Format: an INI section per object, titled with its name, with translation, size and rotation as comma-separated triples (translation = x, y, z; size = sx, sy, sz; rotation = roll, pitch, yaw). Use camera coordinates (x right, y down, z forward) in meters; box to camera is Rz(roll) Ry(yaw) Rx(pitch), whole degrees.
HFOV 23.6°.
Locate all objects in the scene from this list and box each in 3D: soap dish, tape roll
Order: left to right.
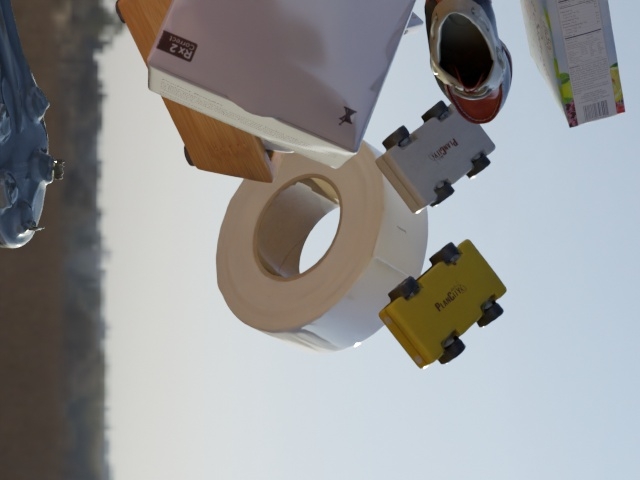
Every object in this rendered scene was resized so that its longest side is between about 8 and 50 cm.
[soap dish]
translation = -0.089, -0.218, 1.506
size = 0.291, 0.118, 0.229
rotation = -77, 148, -56
[tape roll]
translation = 0.000, 0.000, 1.983
size = 0.286, 0.100, 0.286
rotation = -20, -124, 33

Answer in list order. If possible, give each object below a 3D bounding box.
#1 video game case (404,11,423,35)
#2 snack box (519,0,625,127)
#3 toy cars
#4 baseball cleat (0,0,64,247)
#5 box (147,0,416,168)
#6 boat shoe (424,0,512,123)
[video game case]
translation = 0.025, -0.319, 1.899
size = 0.022, 0.190, 0.173
rotation = -51, 168, 28
[snack box]
translation = 0.254, -0.252, 1.609
size = 0.174, 0.070, 0.207
rotation = -104, 176, -54
[toy cars]
translation = 0.125, -0.006, 1.783
size = 0.087, 0.176, 0.393
rotation = -37, -139, 42
[baseball cleat]
translation = -0.208, -0.094, 0.835
size = 0.072, 0.110, 0.205
rotation = -14, 97, -69
[box]
translation = -0.027, -0.178, 1.243
size = 0.119, 0.181, 0.181
rotation = 154, -42, -82
[boat shoe]
translation = 0.088, -0.109, 0.907
size = 0.137, 0.049, 0.043
rotation = 72, 17, -55
